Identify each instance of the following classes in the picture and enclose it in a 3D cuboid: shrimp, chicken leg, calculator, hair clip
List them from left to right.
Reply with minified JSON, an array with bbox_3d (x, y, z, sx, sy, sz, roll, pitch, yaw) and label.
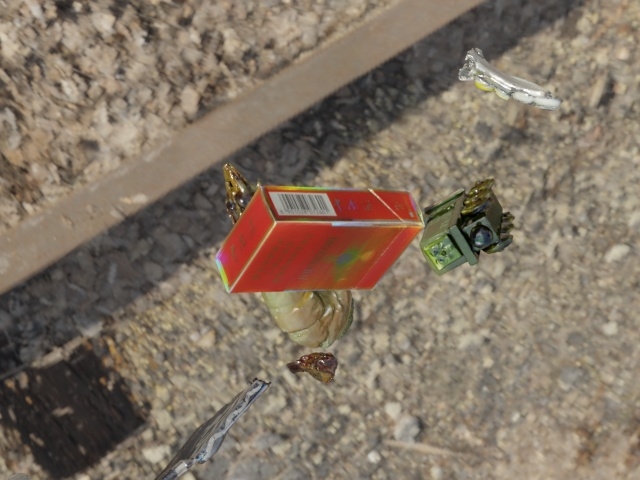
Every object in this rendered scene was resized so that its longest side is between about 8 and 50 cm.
[{"bbox_3d":[-0.162,0.273,1.429,0.028,0.274,0.166,43,55,0],"label":"calculator"},{"bbox_3d":[-0.037,0.010,1.294,0.267,0.061,0.145,53,54,-23],"label":"shrimp"},{"bbox_3d":[-0.009,0.177,1.519,0.062,0.145,0.037,12,76,-8],"label":"chicken leg"},{"bbox_3d":[0.298,-0.243,1.671,0.116,0.172,0.049,-36,148,-60],"label":"hair clip"}]

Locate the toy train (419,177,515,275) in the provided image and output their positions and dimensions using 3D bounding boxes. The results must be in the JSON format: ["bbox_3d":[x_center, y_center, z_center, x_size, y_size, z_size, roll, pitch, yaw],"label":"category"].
[{"bbox_3d":[0.219,-0.020,1.647,0.137,0.225,0.090,-28,98,18],"label":"toy train"}]

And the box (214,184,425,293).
[{"bbox_3d":[0.000,-0.001,1.039,0.175,0.048,0.112,1,141,-35],"label":"box"}]

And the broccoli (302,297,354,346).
[{"bbox_3d":[0.002,0.125,1.941,0.120,0.131,0.130,37,75,8],"label":"broccoli"}]

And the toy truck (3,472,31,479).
[{"bbox_3d":[-0.355,0.307,1.127,0.264,0.189,0.239,6,91,6],"label":"toy truck"}]
